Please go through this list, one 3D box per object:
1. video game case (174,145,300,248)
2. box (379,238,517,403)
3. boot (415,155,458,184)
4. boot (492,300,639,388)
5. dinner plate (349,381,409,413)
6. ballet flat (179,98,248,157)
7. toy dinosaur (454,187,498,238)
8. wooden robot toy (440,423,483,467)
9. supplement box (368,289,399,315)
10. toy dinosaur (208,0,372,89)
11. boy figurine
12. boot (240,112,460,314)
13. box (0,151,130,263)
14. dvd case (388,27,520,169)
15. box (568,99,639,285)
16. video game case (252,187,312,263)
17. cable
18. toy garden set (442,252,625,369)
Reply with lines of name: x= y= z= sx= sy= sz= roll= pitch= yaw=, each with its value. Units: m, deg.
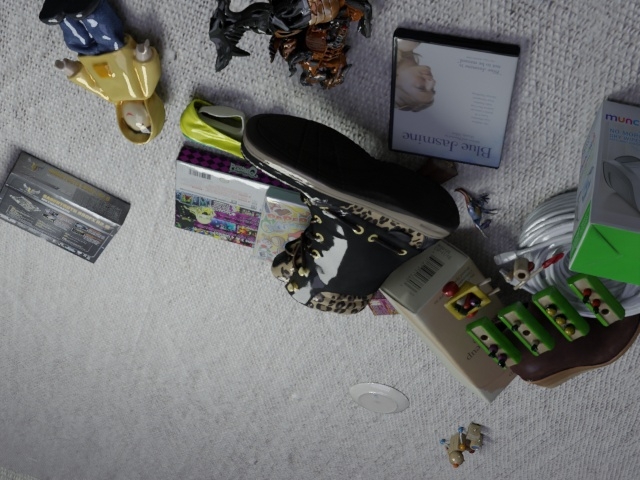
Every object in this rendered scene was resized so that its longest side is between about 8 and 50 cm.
video game case: x=-0.148 y=-0.065 z=1.910 sx=0.232 sy=0.042 sz=0.210 roll=15 pitch=146 yaw=2
box: x=0.254 y=0.145 z=1.920 sx=0.311 sy=0.148 sz=0.121 roll=47 pitch=173 yaw=-39
boot: x=0.198 y=-0.090 z=1.740 sx=0.106 sy=0.037 sz=0.114 roll=28 pitch=140 yaw=-20
boot: x=0.432 y=0.160 z=1.873 sx=0.248 sy=0.090 sz=0.207 roll=-41 pitch=128 yaw=20
dinner plate: x=0.133 y=0.368 z=2.436 sx=0.141 sy=0.017 sz=0.141 roll=11 pitch=144 yaw=8
ballet flat: x=-0.118 y=-0.171 z=1.726 sx=0.230 sy=0.077 sz=0.077 roll=20 pitch=133 yaw=-2
toy dinosaur: x=0.265 y=-0.049 z=1.783 sx=0.090 sy=0.047 sz=0.082 roll=45 pitch=160 yaw=17
wooden robot toy: x=0.334 y=0.496 z=2.477 sx=0.076 sy=0.079 sz=0.173 roll=23 pitch=146 yaw=-10
supplement box: x=0.135 y=0.112 z=2.044 sx=0.083 sy=0.043 sz=0.055 roll=-4 pitch=141 yaw=27
toy dinosaur: x=-0.041 y=-0.332 z=1.435 sx=0.218 sy=0.164 sz=0.322 roll=-4 pitch=125 yaw=4
boy figurine: x=-0.331 y=-0.269 z=1.656 sx=0.177 sy=0.092 sz=0.285 roll=-2 pitch=139 yaw=21
boot: x=-0.001 y=-0.030 z=1.714 sx=0.377 sy=0.138 sz=0.284 roll=20 pitch=134 yaw=-21
box: x=-0.508 y=-0.060 z=2.057 sx=0.231 sy=0.056 sz=0.183 roll=27 pitch=144 yaw=-15
dvd case: x=0.193 y=-0.207 z=1.583 sx=0.180 sy=0.022 sz=0.253 roll=10 pitch=146 yaw=9
box: x=0.500 y=-0.051 z=1.490 sx=0.261 sy=0.231 sz=0.127 roll=13 pitch=146 yaw=5
video game case: x=0.000 y=0.000 z=1.883 sx=0.226 sy=0.026 sz=0.206 roll=15 pitch=146 yaw=-1
cable: x=0.451 y=0.028 z=1.740 sx=0.257 sy=0.089 sz=0.257 roll=34 pitch=138 yaw=-18
toy garden set: x=0.340 y=0.114 z=1.743 sx=0.244 sy=0.049 sz=0.204 roll=-30 pitch=117 yaw=32
